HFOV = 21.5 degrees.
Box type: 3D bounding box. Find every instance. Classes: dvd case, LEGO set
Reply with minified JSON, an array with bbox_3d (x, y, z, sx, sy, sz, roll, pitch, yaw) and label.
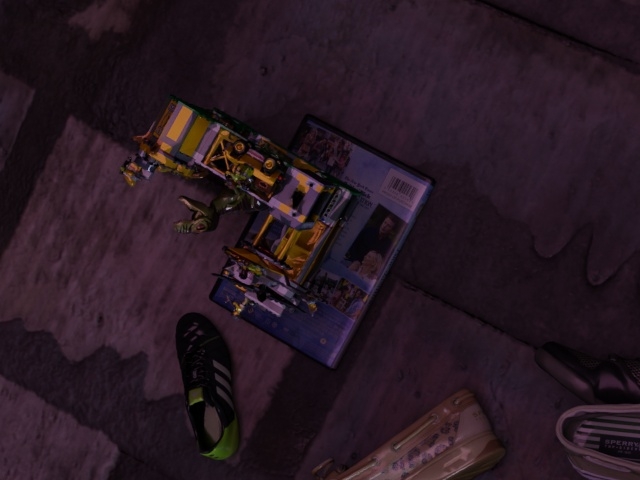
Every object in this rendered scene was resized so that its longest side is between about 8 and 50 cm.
[{"bbox_3d":[0.000,0.000,1.971,0.180,0.022,0.253,29,93,20],"label":"dvd case"},{"bbox_3d":[-0.099,-0.020,1.848,0.255,0.331,0.192,30,95,0],"label":"LEGO set"}]

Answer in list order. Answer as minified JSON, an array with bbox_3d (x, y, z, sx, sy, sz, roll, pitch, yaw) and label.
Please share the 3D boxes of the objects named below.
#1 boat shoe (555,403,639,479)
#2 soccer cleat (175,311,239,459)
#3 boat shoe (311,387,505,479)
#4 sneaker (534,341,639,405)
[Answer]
[{"bbox_3d":[0.377,0.212,1.670,0.302,0.094,0.109,-4,69,30],"label":"boat shoe"},{"bbox_3d":[-0.135,0.168,1.966,0.060,0.072,0.179,-18,78,15],"label":"soccer cleat"},{"bbox_3d":[0.064,0.266,1.881,0.285,0.104,0.089,-26,71,3],"label":"boat shoe"},{"bbox_3d":[0.349,0.141,1.807,0.227,0.087,0.130,26,90,16],"label":"sneaker"}]
